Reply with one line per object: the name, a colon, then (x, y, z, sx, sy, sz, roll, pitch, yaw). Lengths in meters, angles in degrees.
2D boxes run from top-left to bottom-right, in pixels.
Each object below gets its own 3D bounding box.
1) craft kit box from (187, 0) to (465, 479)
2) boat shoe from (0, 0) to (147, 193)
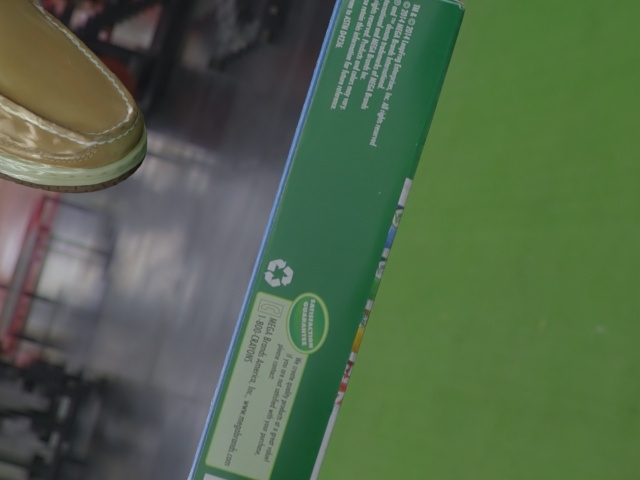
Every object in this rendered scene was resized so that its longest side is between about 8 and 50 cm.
craft kit box: (0.000, 0.000, 0.903, 0.246, 0.061, 0.250, -96, 24, -81)
boat shoe: (-0.144, -0.087, 0.743, 0.068, 0.190, 0.072, -43, -23, -46)
